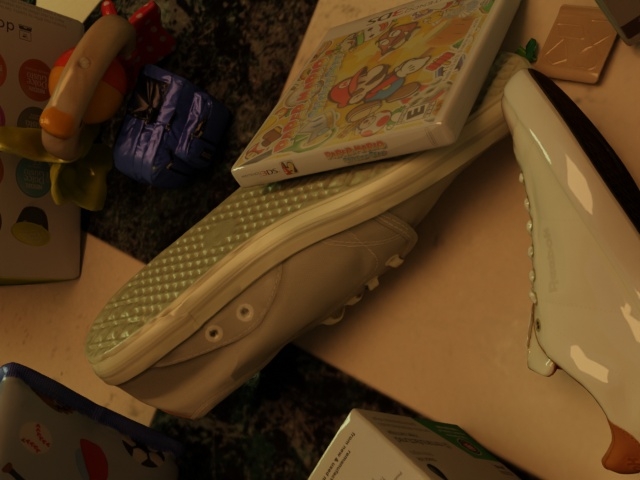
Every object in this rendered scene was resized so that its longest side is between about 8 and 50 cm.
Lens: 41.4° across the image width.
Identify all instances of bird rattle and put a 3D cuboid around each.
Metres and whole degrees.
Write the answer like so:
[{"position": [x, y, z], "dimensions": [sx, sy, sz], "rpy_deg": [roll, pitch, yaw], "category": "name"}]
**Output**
[{"position": [-0.239, -0.162, 0.922], "dimensions": [0.254, 0.143, 0.207], "rpy_deg": [-56, 8, -12], "category": "bird rattle"}]

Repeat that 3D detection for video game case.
[{"position": [0.051, -0.139, 0.714], "dimensions": [0.206, 0.026, 0.227], "rpy_deg": [-9, 39, 38], "category": "video game case"}]

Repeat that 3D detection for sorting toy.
[{"position": [0.198, -0.160, 0.685], "dimensions": [0.083, 0.012, 0.062], "rpy_deg": [20, 87, 41], "category": "sorting toy"}]

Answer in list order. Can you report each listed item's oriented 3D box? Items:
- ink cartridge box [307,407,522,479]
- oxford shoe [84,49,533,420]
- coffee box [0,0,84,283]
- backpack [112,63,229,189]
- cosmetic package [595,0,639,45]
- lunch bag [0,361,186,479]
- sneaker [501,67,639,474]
[{"position": [0.107, 0.210, 0.551], "dimensions": [0.208, 0.153, 0.087], "rpy_deg": [37, 99, 39], "category": "ink cartridge box"}, {"position": [0.000, 0.000, 0.732], "dimensions": [0.449, 0.130, 0.169], "rpy_deg": [-38, 25, 9], "category": "oxford shoe"}, {"position": [-0.523, -0.113, 1.019], "dimensions": [0.338, 0.337, 0.335], "rpy_deg": [-4, 84, 38], "category": "coffee box"}, {"position": [-0.163, -0.114, 0.912], "dimensions": [0.101, 0.098, 0.120], "rpy_deg": [26, 91, 22], "category": "backpack"}, {"position": [0.216, -0.366, 0.638], "dimensions": [0.217, 0.156, 0.385], "rpy_deg": [-36, 55, 22], "category": "cosmetic package"}, {"position": [-0.308, 0.358, 0.731], "dimensions": [0.385, 0.239, 0.328], "rpy_deg": [-39, 30, 26], "category": "lunch bag"}, {"position": [0.170, 0.020, 0.577], "dimensions": [0.123, 0.106, 0.290], "rpy_deg": [-34, 65, 30], "category": "sneaker"}]
